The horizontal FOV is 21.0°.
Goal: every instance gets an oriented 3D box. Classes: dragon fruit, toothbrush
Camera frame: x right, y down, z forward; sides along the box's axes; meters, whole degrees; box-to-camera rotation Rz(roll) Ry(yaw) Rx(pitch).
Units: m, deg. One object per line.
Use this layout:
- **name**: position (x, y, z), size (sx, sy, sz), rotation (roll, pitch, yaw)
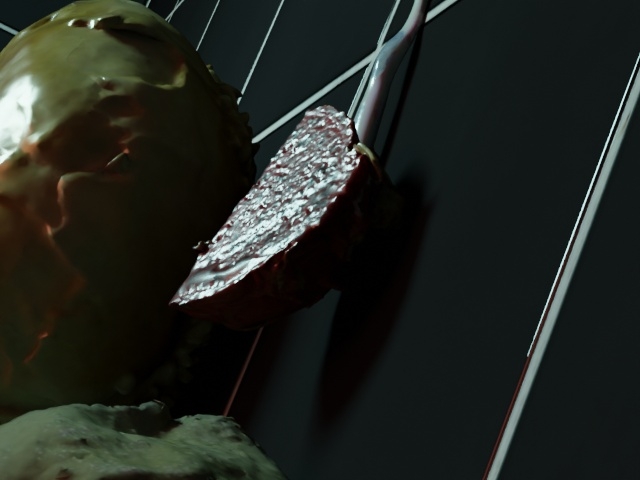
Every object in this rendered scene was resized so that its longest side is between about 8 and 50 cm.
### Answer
- **dragon fruit**: position (0.000, 0.000, 1.002), size (0.106, 0.083, 0.162), rotation (-4, 40, 54)
- **toothbrush**: position (0.043, -0.105, 1.134), size (0.021, 0.027, 0.269), rotation (-26, 40, 49)

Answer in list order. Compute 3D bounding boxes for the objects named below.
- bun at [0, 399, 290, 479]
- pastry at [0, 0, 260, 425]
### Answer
- **bun**: position (-0.147, 0.210, 0.877), size (0.281, 0.205, 0.281), rotation (-58, 16, 27)
- **pastry**: position (-0.196, 0.014, 1.346), size (0.409, 0.245, 0.409), rotation (-56, 19, 30)
